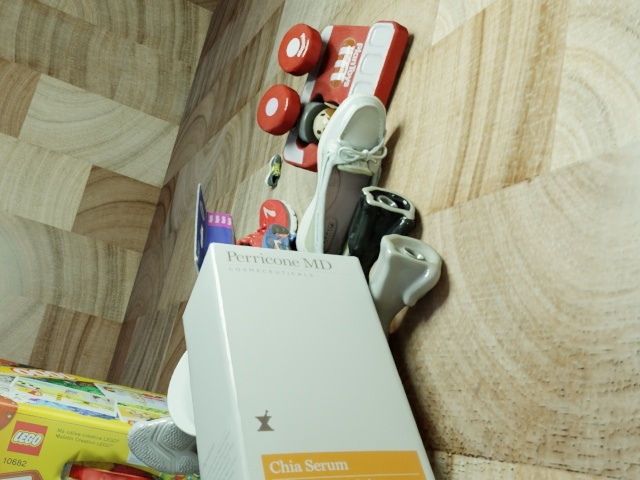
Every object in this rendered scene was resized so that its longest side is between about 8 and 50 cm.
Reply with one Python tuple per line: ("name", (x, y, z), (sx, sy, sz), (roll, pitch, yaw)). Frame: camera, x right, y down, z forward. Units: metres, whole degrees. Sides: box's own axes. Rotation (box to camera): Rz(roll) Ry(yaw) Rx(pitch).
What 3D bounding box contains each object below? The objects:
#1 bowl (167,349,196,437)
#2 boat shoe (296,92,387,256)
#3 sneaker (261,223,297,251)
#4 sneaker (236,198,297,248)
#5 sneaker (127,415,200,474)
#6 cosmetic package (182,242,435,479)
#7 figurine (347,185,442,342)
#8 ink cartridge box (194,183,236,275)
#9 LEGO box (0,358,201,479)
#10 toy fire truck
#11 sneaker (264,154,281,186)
("bowl", (-0.096, 0.238, 1.167), (0.297, 0.134, 0.298), (-22, 32, 15))
("boat shoe", (0.046, -0.093, 1.213), (0.103, 0.118, 0.321), (46, 119, 59))
("sneaker", (-0.053, 0.019, 1.386), (0.221, 0.083, 0.087), (52, 128, 54))
("sneaker", (-0.122, 0.006, 1.505), (0.107, 0.118, 0.279), (-50, 31, 39))
("sneaker", (-0.210, 0.344, 1.262), (0.153, 0.268, 0.101), (-142, 60, -73))
("cosmetic package", (-0.023, 0.224, 0.856), (0.453, 0.230, 0.162), (-108, 33, -42))
("figurine", (0.084, 0.062, 1.048), (0.215, 0.092, 0.210), (-107, 33, -54))
("ink cartridge box", (-0.199, 0.090, 1.464), (0.324, 0.071, 0.330), (-104, 7, -58))
("LEGO box", (-0.437, 0.416, 1.404), (0.372, 0.499, 0.193), (6, 79, 67))
("toy fire truck", (0.031, -0.279, 1.357), (0.253, 0.169, 0.302), (21, 93, 49))
("sneaker", (-0.111, -0.173, 1.751), (0.035, 0.031, 0.083), (19, 94, 54))
